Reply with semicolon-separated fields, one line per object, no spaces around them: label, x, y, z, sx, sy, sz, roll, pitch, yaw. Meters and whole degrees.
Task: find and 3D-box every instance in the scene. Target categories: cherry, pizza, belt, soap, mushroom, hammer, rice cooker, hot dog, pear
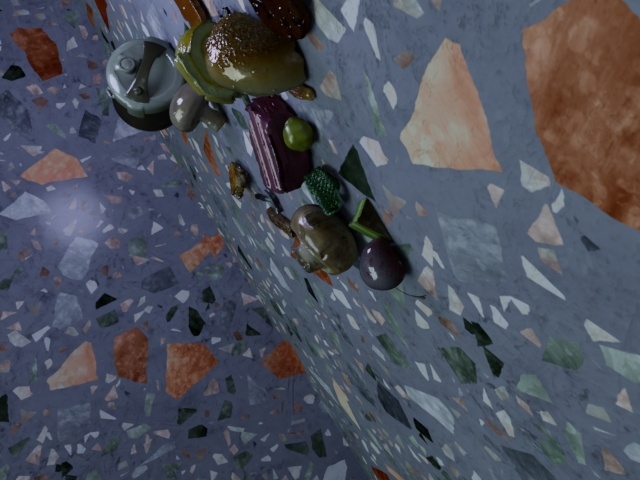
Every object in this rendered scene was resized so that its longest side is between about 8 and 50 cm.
cherry;0.181;0.070;1.509;0.188;0.115;0.148;9;96;55
pizza;-0.343;-0.265;2.421;0.226;0.069;0.147;139;121;-69
belt;0.017;-0.144;1.632;0.151;0.079;0.121;58;177;42
soap;-0.133;-0.285;1.691;0.182;0.112;0.289;19;133;56
mushroom;-0.480;-0.492;2.191;0.209;0.206;0.206;57;163;2
hammer;-0.224;-0.172;2.308;0.246;0.029;0.103;24;142;63
rice cooker;-0.712;-0.647;2.385;0.335;0.335;0.325;57;162;4
mushroom;0.000;0.000;1.733;0.255;0.184;0.255;56;-176;-5
hot dog;-0.056;-0.387;1.492;0.137;0.028;0.044;37;160;46
pear;-0.064;-0.292;1.577;0.097;0.092;0.092;54;162;11

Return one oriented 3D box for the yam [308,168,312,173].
yam;-0.039;-0.212;1.748;0.116;0.021;0.021;56;162;10

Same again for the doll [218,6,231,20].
doll;-0.239;-0.556;1.642;0.219;0.067;0.091;65;165;-15

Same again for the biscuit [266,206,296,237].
biscuit;-0.155;-0.072;2.270;0.199;0.034;0.064;37;154;50

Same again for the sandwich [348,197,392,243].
sandwich;0.147;-0.050;1.539;0.116;0.074;0.074;28;165;-11

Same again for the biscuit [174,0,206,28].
biscuit;-0.436;-0.776;1.853;0.280;0.043;0.183;54;159;28

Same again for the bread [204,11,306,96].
bread;-0.198;-0.475;1.454;0.314;0.192;0.171;45;152;38

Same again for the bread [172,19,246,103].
bread;-0.332;-0.526;1.753;0.257;0.186;0.124;56;160;-21

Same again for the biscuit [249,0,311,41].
biscuit;-0.097;-0.527;1.274;0.192;0.049;0.192;37;164;13
